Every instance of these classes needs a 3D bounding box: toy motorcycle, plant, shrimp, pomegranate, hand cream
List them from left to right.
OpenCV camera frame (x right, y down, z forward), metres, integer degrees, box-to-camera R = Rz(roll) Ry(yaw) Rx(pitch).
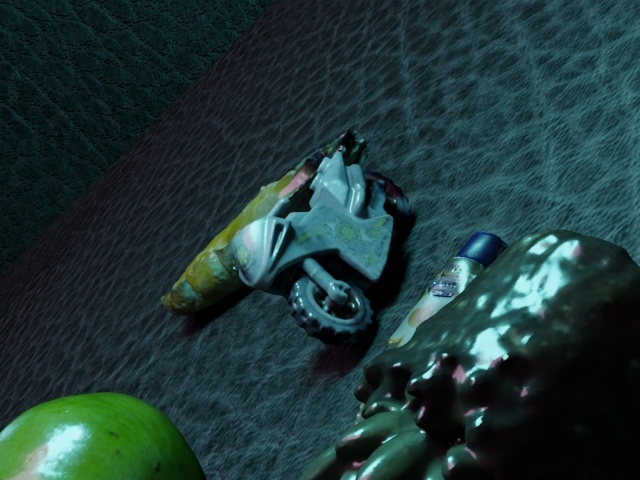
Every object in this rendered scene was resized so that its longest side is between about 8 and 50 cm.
[{"bbox_3d":[-0.139,0.182,1.060,0.210,0.179,0.179,-35,18,38],"label":"pomegranate"},{"bbox_3d":[-0.049,-0.025,1.603,0.317,0.062,0.164,-40,13,36],"label":"shrimp"},{"bbox_3d":[0.000,0.000,1.257,0.080,0.122,0.215,-56,6,36],"label":"toy motorcycle"},{"bbox_3d":[0.074,0.065,1.041,0.062,0.039,0.163,2,51,51],"label":"hand cream"},{"bbox_3d":[0.086,0.094,0.741,0.194,0.129,0.132,-46,11,-11],"label":"plant"}]
